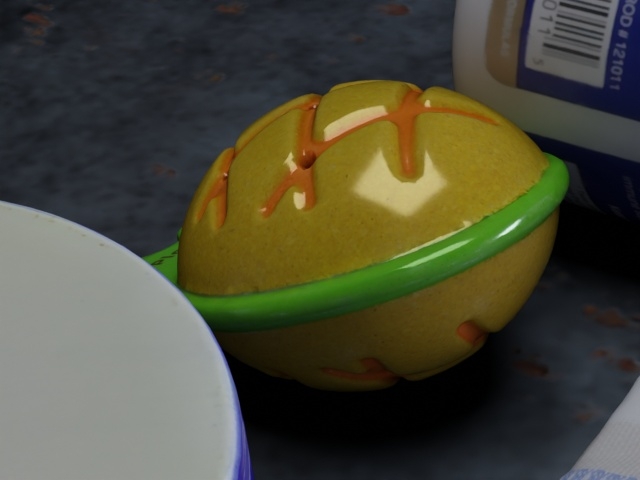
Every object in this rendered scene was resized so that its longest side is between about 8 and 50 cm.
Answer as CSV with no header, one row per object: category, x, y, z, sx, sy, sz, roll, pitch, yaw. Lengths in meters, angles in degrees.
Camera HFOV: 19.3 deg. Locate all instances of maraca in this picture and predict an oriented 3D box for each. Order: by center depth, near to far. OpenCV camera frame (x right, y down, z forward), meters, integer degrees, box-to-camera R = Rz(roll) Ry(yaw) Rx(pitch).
maraca,0.000,0.000,0.637,0.186,0.099,0.127,-6,16,45

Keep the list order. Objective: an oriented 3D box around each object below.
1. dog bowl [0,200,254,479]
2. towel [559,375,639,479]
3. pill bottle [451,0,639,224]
dog bowl,-0.145,0.099,0.501,0.265,0.104,0.265,-4,35,3
towel,0.112,0.104,0.463,0.209,0.034,0.285,1,33,44
pill bottle,0.192,-0.059,0.643,0.265,0.153,0.153,19,42,30
